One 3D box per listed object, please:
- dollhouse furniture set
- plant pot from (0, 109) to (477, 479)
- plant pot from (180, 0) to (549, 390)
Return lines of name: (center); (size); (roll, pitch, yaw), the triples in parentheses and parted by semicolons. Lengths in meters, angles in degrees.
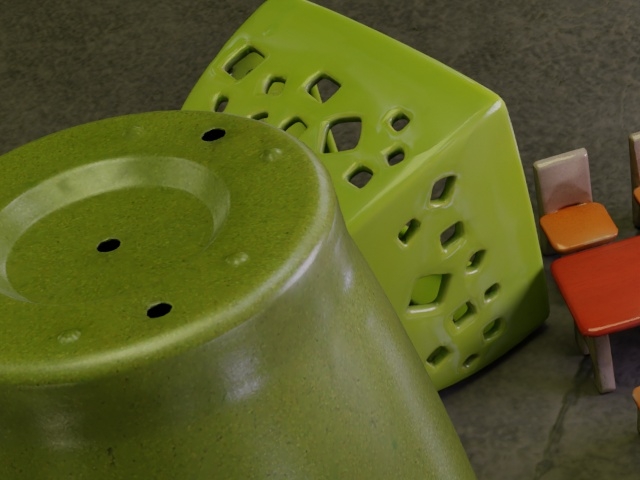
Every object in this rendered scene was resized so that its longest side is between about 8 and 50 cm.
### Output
dollhouse furniture set: (0.290, 0.008, 1.333); (0.259, 0.135, 0.262); (-16, 40, -5)
plant pot: (-0.075, 0.132, 1.077); (0.366, 0.353, 0.366); (-9, 34, 6)
plant pot: (0.000, 0.000, 1.353); (0.227, 0.228, 0.207); (30, 62, 38)
